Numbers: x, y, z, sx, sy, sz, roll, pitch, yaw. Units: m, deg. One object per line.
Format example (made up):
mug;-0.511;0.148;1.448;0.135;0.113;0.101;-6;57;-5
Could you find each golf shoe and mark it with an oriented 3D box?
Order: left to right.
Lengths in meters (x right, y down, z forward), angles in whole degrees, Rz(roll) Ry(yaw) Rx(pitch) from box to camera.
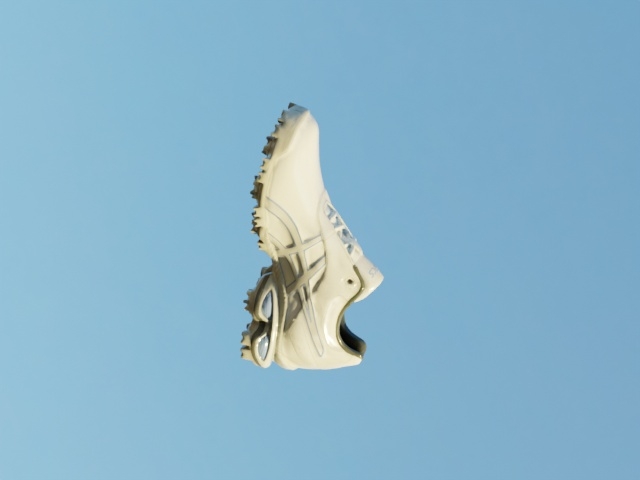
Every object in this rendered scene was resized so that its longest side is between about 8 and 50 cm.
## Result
golf shoe;0.000;0.000;1.206;0.086;0.069;0.176;9;-63;12
